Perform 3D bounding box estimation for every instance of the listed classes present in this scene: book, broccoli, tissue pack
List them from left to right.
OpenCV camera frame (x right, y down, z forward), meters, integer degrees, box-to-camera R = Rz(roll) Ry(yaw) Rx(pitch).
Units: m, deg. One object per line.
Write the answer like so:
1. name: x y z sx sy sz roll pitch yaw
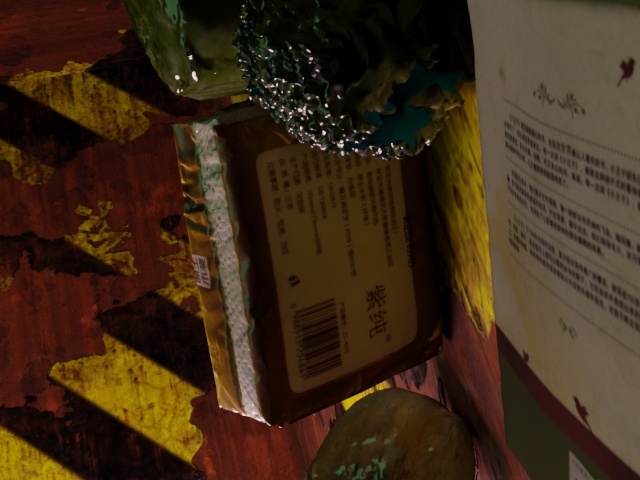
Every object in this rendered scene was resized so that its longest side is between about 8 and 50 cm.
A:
1. tissue pack: 0.000 0.000 0.717 0.092 0.183 0.226 8 113 51
2. broccoli: 0.028 -0.126 0.581 0.160 0.167 0.154 -52 49 26
3. book: 0.122 0.022 0.455 0.201 0.026 0.289 -122 22 -67

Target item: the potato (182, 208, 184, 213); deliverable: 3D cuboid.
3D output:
1. potato: -0.031 0.007 1.049 0.298 0.176 0.141 47 -149 -59

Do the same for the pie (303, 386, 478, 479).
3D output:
1. pie: 0.058 0.212 0.773 0.185 0.052 0.218 -42 32 27

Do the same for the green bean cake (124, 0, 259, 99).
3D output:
1. green bean cake: -0.095 -0.286 0.876 0.335 0.218 0.318 -168 67 -83
